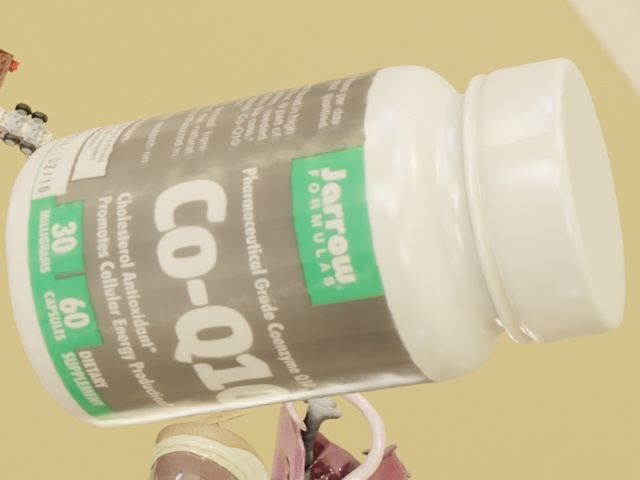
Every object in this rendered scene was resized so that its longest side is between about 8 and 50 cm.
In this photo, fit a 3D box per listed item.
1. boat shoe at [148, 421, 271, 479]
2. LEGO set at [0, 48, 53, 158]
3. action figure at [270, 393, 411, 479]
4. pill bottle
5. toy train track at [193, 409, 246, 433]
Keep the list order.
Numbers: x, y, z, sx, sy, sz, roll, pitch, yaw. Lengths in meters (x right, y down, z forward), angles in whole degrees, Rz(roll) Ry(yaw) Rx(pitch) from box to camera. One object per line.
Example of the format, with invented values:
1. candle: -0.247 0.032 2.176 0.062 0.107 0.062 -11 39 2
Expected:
1. boat shoe: -0.058 0.249 1.087 0.103 0.092 0.285 3 -52 25
2. LEGO set: -0.307 -0.120 1.211 0.060 0.182 0.244 -33 -101 54
3. action figure: -0.025 0.370 1.813 0.248 0.370 0.275 31 -22 7
4. pill bottle: 0.000 0.000 1.059 0.361 0.204 0.204 -11 -69 19
5. toy train track: -0.098 0.152 1.477 0.083 0.048 0.014 51 -33 44
